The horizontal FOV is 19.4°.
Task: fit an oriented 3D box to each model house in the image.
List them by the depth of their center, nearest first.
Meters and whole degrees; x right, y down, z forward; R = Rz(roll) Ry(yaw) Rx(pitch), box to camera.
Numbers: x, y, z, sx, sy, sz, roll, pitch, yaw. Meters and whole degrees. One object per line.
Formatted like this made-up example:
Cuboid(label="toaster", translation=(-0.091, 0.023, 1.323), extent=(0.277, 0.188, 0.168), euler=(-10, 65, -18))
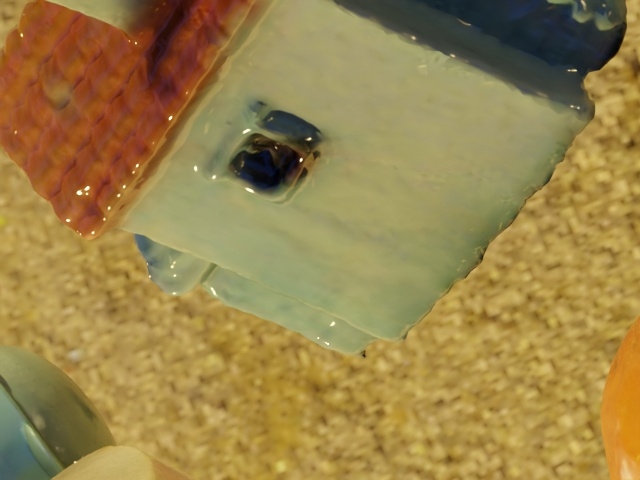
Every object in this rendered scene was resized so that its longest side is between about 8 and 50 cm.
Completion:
Cuboid(label="model house", translation=(-0.056, -0.128, 0.951), extent=(0.295, 0.329, 0.251), euler=(-52, 32, 40))

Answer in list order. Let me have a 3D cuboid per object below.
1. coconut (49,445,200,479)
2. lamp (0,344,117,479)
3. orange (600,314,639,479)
Cuboid(label="coconut", translation=(-0.151, 0.267, 1.413), extent=(0.241, 0.241, 0.241), euler=(17, 115, 41))
Cuboid(label="lamp", translation=(-0.255, 0.199, 1.632), extent=(0.209, 0.147, 0.284), euler=(49, 148, 28))
Cuboid(label="orange", translation=(0.343, 0.142, 1.365), extent=(0.226, 0.284, 0.284), euler=(-9, 97, 66))
